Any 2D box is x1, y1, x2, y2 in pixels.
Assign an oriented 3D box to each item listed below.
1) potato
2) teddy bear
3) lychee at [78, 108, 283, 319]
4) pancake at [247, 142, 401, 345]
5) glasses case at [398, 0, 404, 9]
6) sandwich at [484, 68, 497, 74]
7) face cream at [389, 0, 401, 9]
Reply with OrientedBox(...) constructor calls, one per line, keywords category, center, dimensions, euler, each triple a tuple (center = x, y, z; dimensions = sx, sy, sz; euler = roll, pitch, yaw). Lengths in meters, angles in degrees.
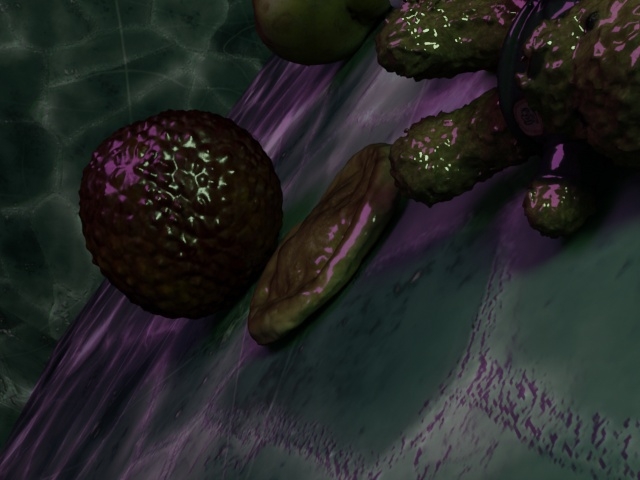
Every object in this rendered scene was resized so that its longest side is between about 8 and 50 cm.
OrientedBox(category="potato", center=(0.032, -0.451, 1.286), dimensions=(0.351, 0.218, 0.202), euler=(-50, 43, 8))
OrientedBox(category="teddy bear", center=(0.135, -0.101, 0.450), dimensions=(0.129, 0.182, 0.251), euler=(-19, 15, -22))
OrientedBox(category="lychee", center=(-0.170, -0.032, 0.963), dimensions=(0.260, 0.260, 0.260), euler=(-49, 17, 20))
OrientedBox(category="pancake", center=(-0.001, -0.001, 0.770), dimensions=(0.236, 0.042, 0.222), euler=(-42, 18, 36))
OrientedBox(category="glasses case", center=(0.151, -0.300, 0.913), dimensions=(0.092, 0.059, 0.233), euler=(-54, 17, 6))
OrientedBox(category="sandwich", center=(0.201, -0.240, 0.598), dimensions=(0.251, 0.087, 0.226), euler=(-54, 14, 10))
OrientedBox(category="face cream", center=(0.163, -0.382, 1.050), dimensions=(0.198, 0.057, 0.084), euler=(-24, 43, 62))
